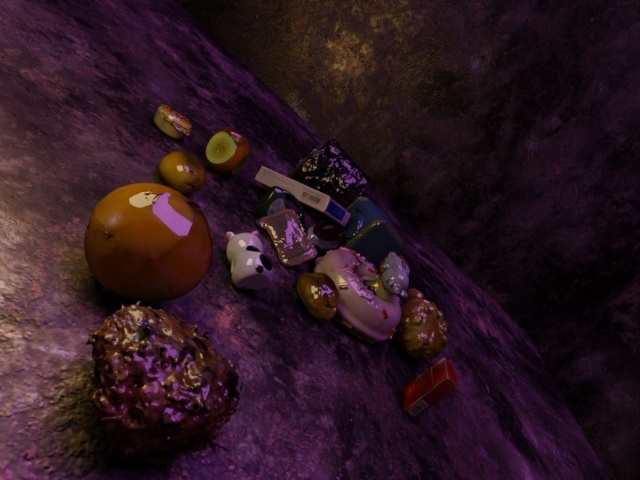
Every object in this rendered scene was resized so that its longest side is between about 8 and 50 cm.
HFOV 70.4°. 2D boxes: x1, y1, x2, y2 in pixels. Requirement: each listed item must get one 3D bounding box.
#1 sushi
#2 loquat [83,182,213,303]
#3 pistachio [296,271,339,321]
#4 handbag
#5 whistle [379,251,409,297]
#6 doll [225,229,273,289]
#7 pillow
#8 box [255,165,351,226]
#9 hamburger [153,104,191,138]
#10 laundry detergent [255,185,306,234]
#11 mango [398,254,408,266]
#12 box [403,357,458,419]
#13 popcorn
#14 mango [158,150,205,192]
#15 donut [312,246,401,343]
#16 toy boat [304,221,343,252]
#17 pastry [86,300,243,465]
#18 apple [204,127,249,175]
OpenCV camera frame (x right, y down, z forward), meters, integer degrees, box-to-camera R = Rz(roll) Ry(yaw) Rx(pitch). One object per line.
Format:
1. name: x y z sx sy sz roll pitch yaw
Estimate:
1. sushi: 0.040 -0.269 2.041 0.294 0.299 0.281 46 19 1
2. loquat: -0.324 0.006 0.870 0.235 0.235 0.235 38 20 -17
3. pistachio: -0.012 0.156 1.381 0.110 0.100 0.189 19 32 -37
4. handbag: 0.175 -0.009 1.833 0.222 0.263 0.241 42 15 -28
5. whistle: 0.257 0.113 1.586 0.253 0.105 0.102 -79 153 -60
6. doll: -0.194 0.054 1.221 0.110 0.107 0.181 5 33 -30
7. pillow: -0.105 -0.012 1.520 0.135 0.034 0.211 -21 67 -27
8. box: -0.066 -0.168 1.734 0.343 0.065 0.200 27 -1 30
9. hamburger: -0.502 -0.408 1.558 0.126 0.081 0.141 27 25 -41
10. laundry detergent: -0.119 -0.092 1.617 0.210 0.137 0.063 38 -1 -28
11. mango: 0.303 0.098 2.073 0.175 0.139 0.255 31 17 -43
12. box: 0.327 0.445 1.368 0.048 0.175 0.112 44 19 -5
13. popcorn: 0.361 0.312 1.685 0.233 0.192 0.266 24 46 -39
14. mango: -0.405 -0.210 1.338 0.137 0.098 0.195 27 21 -31
15. donut: 0.139 0.178 1.580 0.382 0.142 0.383 40 20 -17
16. toy boat: 0.000 0.000 1.665 0.114 0.115 0.262 55 30 11
17. pastry: -0.251 0.222 0.689 0.274 0.193 0.275 35 -4 3
18. apple: -0.334 -0.321 1.623 0.146 0.147 0.163 44 21 1
